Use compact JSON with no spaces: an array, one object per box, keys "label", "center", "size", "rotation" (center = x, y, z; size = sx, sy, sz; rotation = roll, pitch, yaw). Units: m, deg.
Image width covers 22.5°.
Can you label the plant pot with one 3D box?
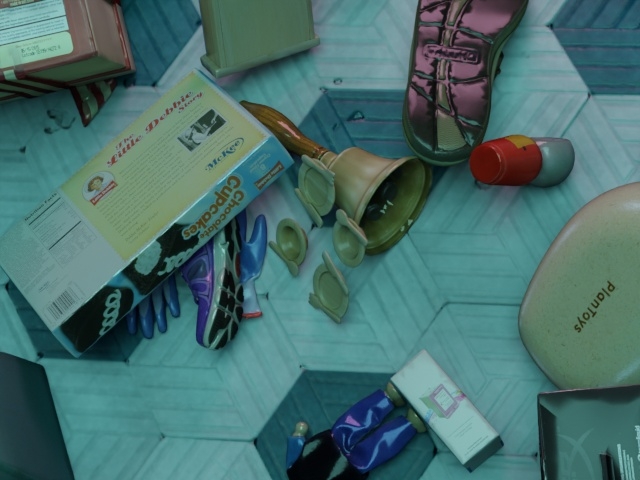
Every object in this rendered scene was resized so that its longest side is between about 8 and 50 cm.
[{"label":"plant pot","center":[-0.385,0.208,1.708],"size":[0.165,0.234,0.165],"rotation":[-19,72,2]}]

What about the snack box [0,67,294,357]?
[{"label":"snack box","center":[-0.204,-0.037,1.803],"size":[0.322,0.060,0.187],"rotation":[-42,45,-5]}]

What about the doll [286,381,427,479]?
[{"label":"doll","center":[0.024,0.240,1.738],"size":[0.189,0.046,0.129],"rotation":[-38,72,-4]}]

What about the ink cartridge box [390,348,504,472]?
[{"label":"ink cartridge box","center":[0.135,0.182,1.717],"size":[0.052,0.088,0.122],"rotation":[-39,72,-1]}]

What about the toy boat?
[{"label":"toy boat","center":[0.293,0.003,1.708],"size":[0.318,0.148,0.267],"rotation":[53,125,23]}]

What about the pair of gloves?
[{"label":"pair of gloves","center":[-0.155,0.026,1.838],"size":[0.198,0.023,0.159],"rotation":[-9,73,5]}]

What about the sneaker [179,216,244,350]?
[{"label":"sneaker","center":[-0.127,0.043,1.796],"size":[0.071,0.068,0.170],"rotation":[-9,65,18]}]

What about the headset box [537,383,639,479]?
[{"label":"headset box","center":[0.274,0.268,1.566],"size":[0.110,0.293,0.218],"rotation":[-6,73,7]}]

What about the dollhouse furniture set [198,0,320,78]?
[{"label":"dollhouse furniture set","center":[-0.096,-0.374,1.922],"size":[0.286,0.198,0.303],"rotation":[-20,39,-20]}]

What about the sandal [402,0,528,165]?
[{"label":"sandal","center":[0.153,-0.203,1.817],"size":[0.120,0.086,0.302],"rotation":[15,61,9]}]

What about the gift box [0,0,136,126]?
[{"label":"gift box","center":[-0.361,-0.258,1.833],"size":[0.255,0.258,0.276],"rotation":[-8,93,4]}]

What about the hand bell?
[{"label":"hand bell","center":[-0.004,-0.096,1.825],"size":[0.242,0.126,0.126],"rotation":[35,81,29]}]

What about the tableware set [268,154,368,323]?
[{"label":"tableware set","center":[0.000,0.000,1.768],"size":[0.020,0.168,0.141],"rotation":[-15,52,-35]}]
